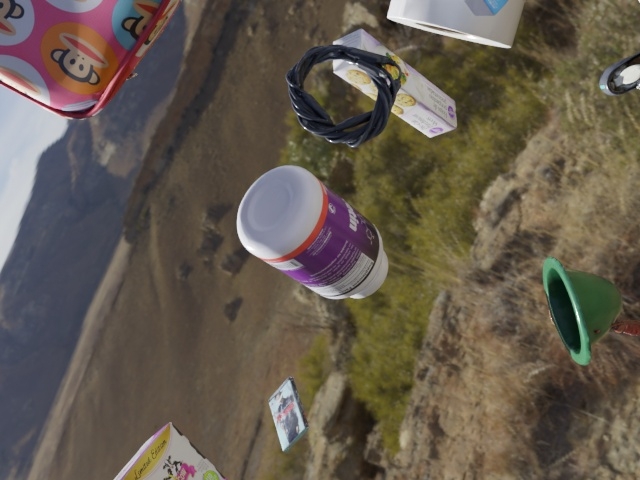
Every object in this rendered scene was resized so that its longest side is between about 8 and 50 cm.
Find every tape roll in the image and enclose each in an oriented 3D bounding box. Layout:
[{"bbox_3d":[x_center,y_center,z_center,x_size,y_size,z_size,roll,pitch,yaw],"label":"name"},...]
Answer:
[{"bbox_3d":[0.262,-0.472,1.380,0.246,0.246,0.169,-126,49,-68],"label":"tape roll"}]

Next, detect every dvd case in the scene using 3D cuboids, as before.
[{"bbox_3d":[-0.065,0.345,1.473,0.087,0.013,0.119,-51,41,32],"label":"dvd case"}]

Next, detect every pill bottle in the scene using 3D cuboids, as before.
[{"bbox_3d":[0.000,0.000,1.427,0.181,0.323,0.182,-17,58,29],"label":"pill bottle"}]

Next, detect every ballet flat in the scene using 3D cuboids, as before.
[{"bbox_3d":[0.574,-0.305,1.255,0.203,0.074,0.074,-26,38,28],"label":"ballet flat"}]

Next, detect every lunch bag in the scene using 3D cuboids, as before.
[{"bbox_3d":[-0.258,-0.230,0.570,0.258,0.293,0.120,-43,24,37],"label":"lunch bag"}]

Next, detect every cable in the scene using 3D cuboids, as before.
[{"bbox_3d":[0.029,-0.228,1.149,0.047,0.184,0.151,-4,-69,-71],"label":"cable"}]

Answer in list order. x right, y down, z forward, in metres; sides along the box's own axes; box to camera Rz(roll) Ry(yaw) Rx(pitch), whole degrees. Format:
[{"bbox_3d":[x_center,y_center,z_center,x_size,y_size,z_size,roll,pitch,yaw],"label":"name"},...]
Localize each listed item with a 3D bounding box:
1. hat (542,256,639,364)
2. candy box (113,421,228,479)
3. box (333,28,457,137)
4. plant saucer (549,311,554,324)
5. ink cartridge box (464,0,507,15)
[{"bbox_3d":[0.458,0.088,1.134,0.208,0.183,0.173,61,-166,-75],"label":"hat"},{"bbox_3d":[-0.193,0.404,1.074,0.071,0.233,0.159,-42,4,28],"label":"candy box"},{"bbox_3d":[0.143,-0.278,1.348,0.067,0.324,0.063,-14,67,35],"label":"box"},{"bbox_3d":[0.486,0.138,1.428,0.083,0.013,0.084,-1,88,28],"label":"plant saucer"},{"bbox_3d":[0.293,-0.461,1.182,0.180,0.104,0.060,-47,25,-5],"label":"ink cartridge box"}]
